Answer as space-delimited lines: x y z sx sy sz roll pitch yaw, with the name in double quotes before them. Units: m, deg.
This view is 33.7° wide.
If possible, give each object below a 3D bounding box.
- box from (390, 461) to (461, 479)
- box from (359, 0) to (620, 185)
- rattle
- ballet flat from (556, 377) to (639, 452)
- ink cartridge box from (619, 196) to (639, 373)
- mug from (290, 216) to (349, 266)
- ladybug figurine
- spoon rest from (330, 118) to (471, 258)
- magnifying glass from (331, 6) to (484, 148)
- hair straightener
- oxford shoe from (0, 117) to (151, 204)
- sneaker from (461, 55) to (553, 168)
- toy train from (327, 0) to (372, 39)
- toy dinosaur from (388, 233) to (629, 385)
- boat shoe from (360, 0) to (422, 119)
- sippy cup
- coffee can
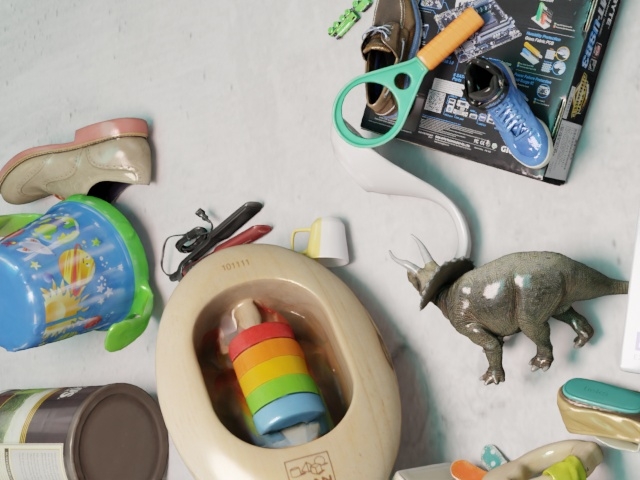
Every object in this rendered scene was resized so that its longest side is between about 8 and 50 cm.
"box" 0.099 0.447 1.355 0.121 0.148 0.311 40 108 33
"box" 0.217 -0.249 1.371 0.296 0.073 0.293 21 98 37
"rattle" 0.266 0.319 1.289 0.200 0.130 0.142 -27 108 44
"ballet flat" 0.385 0.214 1.219 0.232 0.080 0.073 11 120 39
"ink cartridge box" 0.502 0.004 1.125 0.324 0.071 0.330 6 91 32
"mug" 0.004 0.000 1.511 0.062 0.078 0.064 -22 62 58
"ladybug figurine" -0.056 0.208 1.402 0.162 0.305 0.449 89 165 -52
"spoon rest" 0.110 -0.069 1.417 0.084 0.137 0.276 -40 78 8
"magnifying glass" 0.111 -0.208 1.341 0.231 0.026 0.092 -41 91 4
"hair straightener" -0.176 -0.005 1.667 0.230 0.047 0.089 -33 67 35
"oxford shoe" -0.431 -0.102 1.814 0.348 0.123 0.130 -18 81 35
"sneaker" 0.219 -0.155 1.266 0.058 0.085 0.152 -32 69 31
"toy train" 0.043 -0.325 1.543 0.083 0.017 0.023 -44 73 25
"toy dinosaur" 0.237 0.074 1.270 0.314 0.121 0.160 -8 117 29
"boat shoe" 0.090 -0.254 1.386 0.066 0.066 0.183 -6 82 38
"sippy cup" -0.434 0.065 1.696 0.306 0.224 0.240 -6 103 34
"coffee can" -0.415 0.336 1.710 0.275 0.202 0.201 -8 81 36
